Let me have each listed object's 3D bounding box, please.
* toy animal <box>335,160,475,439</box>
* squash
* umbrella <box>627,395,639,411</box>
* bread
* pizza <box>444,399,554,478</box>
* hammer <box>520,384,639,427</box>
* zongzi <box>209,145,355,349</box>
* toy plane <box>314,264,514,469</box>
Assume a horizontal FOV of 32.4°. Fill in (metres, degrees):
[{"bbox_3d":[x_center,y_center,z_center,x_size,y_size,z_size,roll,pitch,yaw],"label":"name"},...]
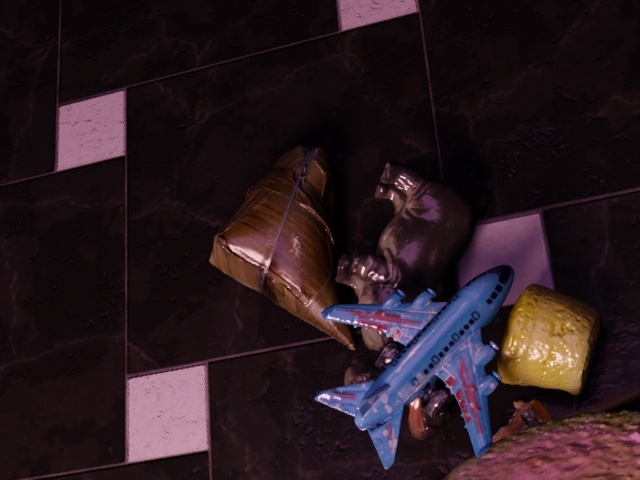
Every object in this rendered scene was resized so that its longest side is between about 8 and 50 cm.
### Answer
[{"bbox_3d":[0.099,0.075,1.409,0.168,0.106,0.343,10,74,0],"label":"toy animal"},{"bbox_3d":[0.287,0.382,1.140,0.310,0.310,0.309,-25,105,8],"label":"squash"},{"bbox_3d":[0.493,0.246,1.209,0.340,0.118,0.118,4,69,15],"label":"umbrella"},{"bbox_3d":[0.275,0.120,1.335,0.114,0.111,0.129,15,78,16],"label":"bread"},{"bbox_3d":[0.207,0.288,1.314,0.195,0.052,0.185,-19,59,12],"label":"pizza"},{"bbox_3d":[0.332,0.200,1.304,0.182,0.017,0.062,-20,60,-5],"label":"hammer"},{"bbox_3d":[0.000,0.000,1.499,0.242,0.112,0.221,32,68,7],"label":"zongzi"},{"bbox_3d":[0.131,0.130,1.285,0.271,0.105,0.254,-41,64,-16],"label":"toy plane"}]
